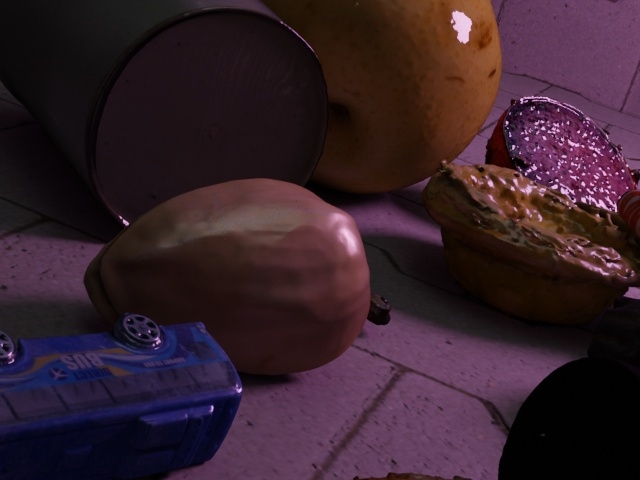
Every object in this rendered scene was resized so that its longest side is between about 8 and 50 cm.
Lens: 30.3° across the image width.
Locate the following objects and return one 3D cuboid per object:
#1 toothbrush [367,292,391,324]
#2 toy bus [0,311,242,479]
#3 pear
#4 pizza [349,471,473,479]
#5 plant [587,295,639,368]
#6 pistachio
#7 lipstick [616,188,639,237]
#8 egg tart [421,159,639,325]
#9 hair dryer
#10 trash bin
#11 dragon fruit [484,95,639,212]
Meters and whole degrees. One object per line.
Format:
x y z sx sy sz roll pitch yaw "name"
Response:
0.000 0.001 1.217 0.040 0.041 0.364 10 20 -22 "toothbrush"
-0.155 0.106 0.723 0.236 0.079 0.094 -2 42 -45 "toy bus"
0.056 -0.225 1.444 0.348 0.348 0.348 15 18 -5 "pear"
0.002 0.182 0.657 0.147 0.069 0.226 1 7 26 "pizza"
0.356 0.129 1.002 0.256 0.142 0.164 20 17 20 "plant"
-0.068 0.029 0.929 0.229 0.157 0.157 2 23 -24 "pistachio"
0.355 -0.008 1.236 0.038 0.038 0.131 10 27 -20 "lipstick"
0.238 0.007 1.284 0.288 0.118 0.288 15 17 -5 "egg tart"
0.277 0.113 0.846 0.320 0.155 0.284 10 59 -31 "hair dryer"
-0.189 -0.194 1.251 0.280 0.280 0.432 6 24 -31 "trash bin"
0.294 -0.063 1.550 0.223 0.148 0.219 21 47 -19 "dragon fruit"
